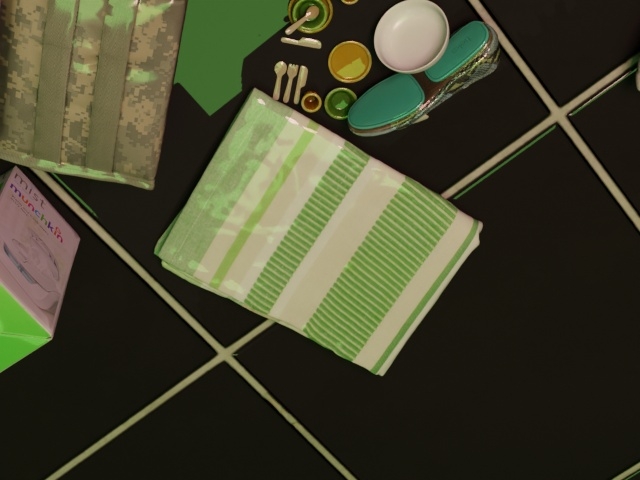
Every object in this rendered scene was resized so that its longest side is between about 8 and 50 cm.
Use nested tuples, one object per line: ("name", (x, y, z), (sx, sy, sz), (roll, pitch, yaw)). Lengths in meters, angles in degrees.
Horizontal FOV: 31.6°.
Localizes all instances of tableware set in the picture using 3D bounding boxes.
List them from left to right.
("tableware set", (0.008, -0.208, 1.229), (0.104, 0.024, 0.154), (9, 116, -9))

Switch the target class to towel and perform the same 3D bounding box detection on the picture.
("towel", (0.000, 0.000, 1.330), (0.325, 0.038, 0.248), (28, 111, -15))

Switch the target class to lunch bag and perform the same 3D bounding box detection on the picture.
("lunch bag", (-0.284, -0.203, 1.127), (0.287, 0.169, 0.235), (11, 123, -8))

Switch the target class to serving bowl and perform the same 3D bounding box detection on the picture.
("serving bowl", (0.100, -0.215, 1.211), (0.083, 0.083, 0.027), (-33, 157, 13))

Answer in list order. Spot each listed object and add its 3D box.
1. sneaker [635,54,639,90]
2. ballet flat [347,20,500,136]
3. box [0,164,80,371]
("sneaker", (0.498, -0.167, 1.236), (0.323, 0.130, 0.236), (29, 122, -22))
("ballet flat", (0.119, -0.165, 1.240), (0.188, 0.070, 0.070), (-32, 115, 14))
("box", (-0.409, 0.073, 1.230), (0.262, 0.231, 0.127), (-32, 115, 13))
